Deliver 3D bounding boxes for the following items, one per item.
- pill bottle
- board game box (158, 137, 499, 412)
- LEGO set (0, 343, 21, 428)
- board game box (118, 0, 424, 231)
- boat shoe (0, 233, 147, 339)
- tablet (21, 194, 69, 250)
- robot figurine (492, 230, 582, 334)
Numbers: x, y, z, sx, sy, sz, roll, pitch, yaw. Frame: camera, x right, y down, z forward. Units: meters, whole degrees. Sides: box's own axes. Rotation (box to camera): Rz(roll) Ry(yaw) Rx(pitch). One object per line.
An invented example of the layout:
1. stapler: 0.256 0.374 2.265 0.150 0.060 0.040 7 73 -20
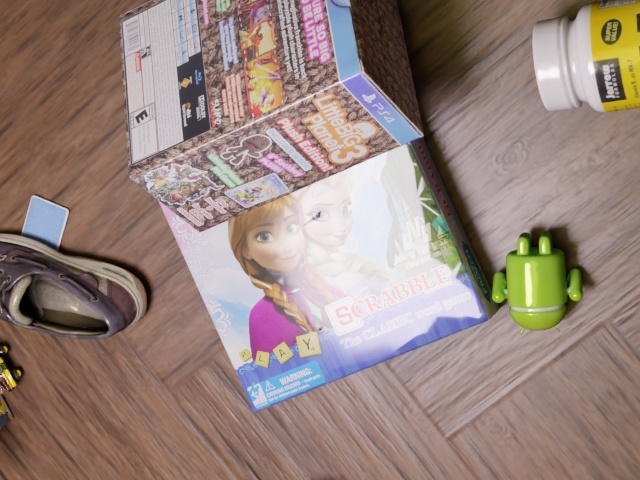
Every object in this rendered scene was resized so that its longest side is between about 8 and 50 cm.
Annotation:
1. pill bottle: 0.337 -0.200 1.632 0.208 0.119 0.119 -8 98 20
2. board game box: 0.000 0.000 1.806 0.319 0.066 0.318 -24 92 20
3. LEGO set: -0.564 0.226 1.956 0.331 0.192 0.255 -17 100 19
4. board game box: -0.061 -0.182 1.696 0.291 0.141 0.232 -22 55 21
5. boat shoe: -0.359 0.062 1.918 0.285 0.092 0.103 13 114 16
6. tablet: -0.351 -0.011 1.952 0.054 0.006 0.083 22 107 13
7. robot figurine: 0.243 0.049 1.736 0.101 0.067 0.115 -3 99 10
